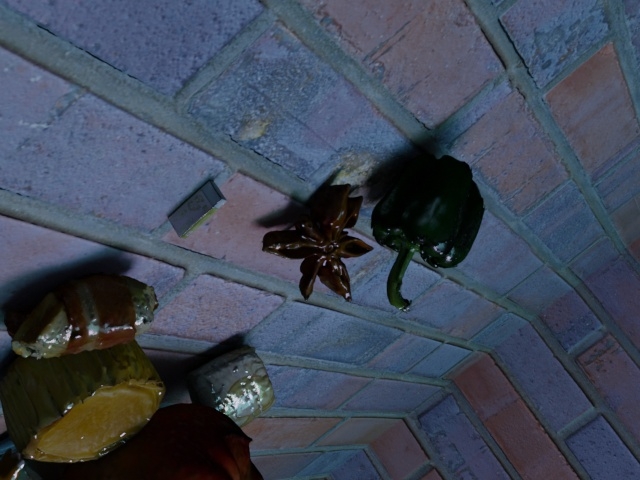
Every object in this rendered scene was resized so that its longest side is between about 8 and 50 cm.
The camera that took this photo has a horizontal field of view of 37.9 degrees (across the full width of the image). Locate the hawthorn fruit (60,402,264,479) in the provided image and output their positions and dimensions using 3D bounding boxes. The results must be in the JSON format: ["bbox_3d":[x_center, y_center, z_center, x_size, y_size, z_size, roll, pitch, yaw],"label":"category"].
[{"bbox_3d":[-0.298,0.479,1.641,0.402,0.403,0.403,-29,157,-14],"label":"hawthorn fruit"}]

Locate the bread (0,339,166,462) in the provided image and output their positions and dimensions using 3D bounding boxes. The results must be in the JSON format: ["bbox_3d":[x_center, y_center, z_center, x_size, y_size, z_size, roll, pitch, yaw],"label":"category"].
[{"bbox_3d":[-0.370,0.235,1.437,0.227,0.142,0.253,-34,155,1],"label":"bread"}]

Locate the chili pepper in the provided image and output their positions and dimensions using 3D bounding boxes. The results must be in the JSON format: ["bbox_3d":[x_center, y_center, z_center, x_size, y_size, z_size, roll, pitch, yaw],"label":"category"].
[{"bbox_3d":[0.169,-0.014,1.567,0.165,0.173,0.261,78,36,-68],"label":"chili pepper"}]

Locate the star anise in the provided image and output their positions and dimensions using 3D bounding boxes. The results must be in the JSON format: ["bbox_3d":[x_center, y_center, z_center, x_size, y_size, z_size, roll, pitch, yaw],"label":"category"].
[{"bbox_3d":[0.005,-0.003,1.521,0.212,0.111,0.196,31,95,-34],"label":"star anise"}]

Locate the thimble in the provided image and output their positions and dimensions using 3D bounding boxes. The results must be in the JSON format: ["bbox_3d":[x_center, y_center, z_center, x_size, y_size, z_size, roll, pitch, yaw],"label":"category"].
[{"bbox_3d":[-0.178,0.289,1.820,0.143,0.137,0.191,-25,142,-17],"label":"thimble"}]

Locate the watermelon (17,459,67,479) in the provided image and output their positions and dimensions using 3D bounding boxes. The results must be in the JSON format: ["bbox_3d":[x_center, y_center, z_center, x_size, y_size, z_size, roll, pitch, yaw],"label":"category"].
[{"bbox_3d":[-0.508,0.438,1.750,0.101,0.080,0.155,-34,173,28],"label":"watermelon"}]

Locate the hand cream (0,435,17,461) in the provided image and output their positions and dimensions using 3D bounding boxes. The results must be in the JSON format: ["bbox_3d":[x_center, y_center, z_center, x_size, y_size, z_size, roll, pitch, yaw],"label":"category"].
[{"bbox_3d":[-0.513,0.343,1.587,0.224,0.048,0.083,-29,160,-3],"label":"hand cream"}]

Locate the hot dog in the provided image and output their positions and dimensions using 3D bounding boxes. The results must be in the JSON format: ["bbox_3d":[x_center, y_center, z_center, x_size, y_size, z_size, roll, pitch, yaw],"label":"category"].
[{"bbox_3d":[-0.327,0.100,1.287,0.213,0.103,0.146,-7,166,-34],"label":"hot dog"}]

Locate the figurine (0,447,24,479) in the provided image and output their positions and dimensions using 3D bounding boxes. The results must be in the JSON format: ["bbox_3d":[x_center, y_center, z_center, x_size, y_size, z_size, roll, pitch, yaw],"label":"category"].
[{"bbox_3d":[-0.530,0.374,1.191,0.268,0.401,0.387,-41,146,14],"label":"figurine"}]

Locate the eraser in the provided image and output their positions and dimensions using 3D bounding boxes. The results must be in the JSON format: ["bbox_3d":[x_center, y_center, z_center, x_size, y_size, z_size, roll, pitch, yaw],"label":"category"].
[{"bbox_3d":[-0.170,-0.042,1.288,0.083,0.038,0.019,-40,156,13],"label":"eraser"}]
